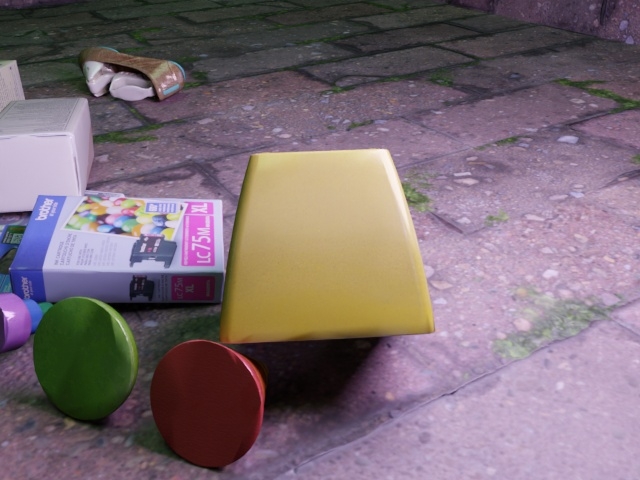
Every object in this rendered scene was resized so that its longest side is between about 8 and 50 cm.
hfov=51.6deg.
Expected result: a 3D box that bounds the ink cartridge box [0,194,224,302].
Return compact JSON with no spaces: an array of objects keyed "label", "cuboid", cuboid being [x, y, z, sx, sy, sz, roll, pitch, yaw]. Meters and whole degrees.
[{"label":"ink cartridge box","cuboid":[-0.287,0.008,0.897,0.310,0.065,0.186,-1,34,-9]}]

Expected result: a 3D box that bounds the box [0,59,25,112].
[{"label":"box","cuboid":[-0.823,-0.317,1.481,0.213,0.118,0.243,1,29,4]}]

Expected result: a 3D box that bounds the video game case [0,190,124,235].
[{"label":"video game case","cuboid":[-0.443,-0.041,1.072,0.190,0.022,0.173,6,30,13]}]

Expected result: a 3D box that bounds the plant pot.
[{"label":"plant pot","cuboid":[0.000,0.000,0.737,0.212,0.187,0.212,-3,2,-2]}]

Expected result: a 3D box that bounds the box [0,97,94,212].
[{"label":"box","cuboid":[-0.478,-0.159,1.143,0.147,0.121,0.311,-5,23,-12]}]

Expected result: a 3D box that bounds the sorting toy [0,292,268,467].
[{"label":"sorting toy","cuboid":[-0.201,0.122,0.719,0.365,0.127,0.126,13,9,20]}]

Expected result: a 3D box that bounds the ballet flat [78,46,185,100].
[{"label":"ballet flat","cuboid":[-0.503,-0.406,1.662,0.342,0.116,0.124,16,53,20]}]
